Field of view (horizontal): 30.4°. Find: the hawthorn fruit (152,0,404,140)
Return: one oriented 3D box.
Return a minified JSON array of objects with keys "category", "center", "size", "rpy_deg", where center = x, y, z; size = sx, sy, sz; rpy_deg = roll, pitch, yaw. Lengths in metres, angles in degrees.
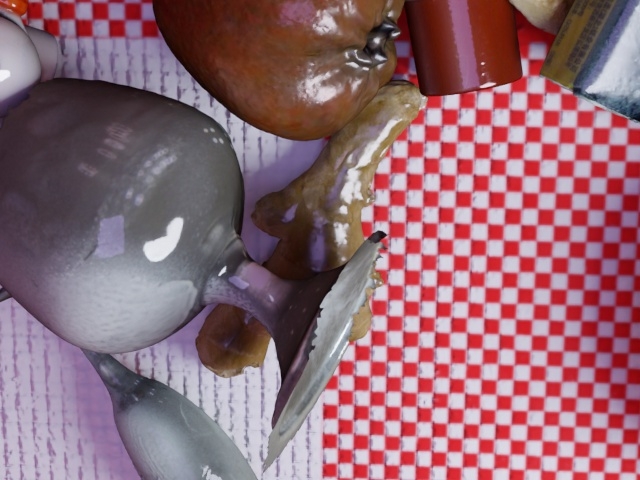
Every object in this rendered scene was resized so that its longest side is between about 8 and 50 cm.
[{"category":"hawthorn fruit","center":[-0.054,-0.198,1.008],"size":[0.251,0.199,0.199],"rpy_deg":[18,105,17]}]

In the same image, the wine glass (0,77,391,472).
[{"category":"wine glass","center":[-0.125,0.010,0.985],"size":[0.323,0.238,0.238],"rpy_deg":[28,104,12]}]

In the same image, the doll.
[{"category":"doll","center":[-0.270,-0.200,1.047],"size":[0.144,0.208,0.271],"rpy_deg":[21,69,-20]}]

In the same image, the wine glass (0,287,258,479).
[{"category":"wine glass","center":[-0.251,0.197,1.144],"size":[0.264,0.096,0.309],"rpy_deg":[-37,99,6]}]

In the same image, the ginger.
[{"category":"ginger","center":[0.000,0.000,1.100],"size":[0.148,0.081,0.334],"rpy_deg":[26,103,14]}]

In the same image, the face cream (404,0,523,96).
[{"category":"face cream","center":[0.115,-0.239,1.022],"size":[0.095,0.096,0.214],"rpy_deg":[-9,103,6]}]

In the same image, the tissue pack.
[{"category":"tissue pack","center":[0.320,-0.215,0.985],"size":[0.185,0.081,0.257],"rpy_deg":[18,105,-30]}]

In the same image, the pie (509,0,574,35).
[{"category":"pie","center":[0.223,-0.266,0.996],"size":[0.218,0.052,0.185],"rpy_deg":[15,106,-30]}]
